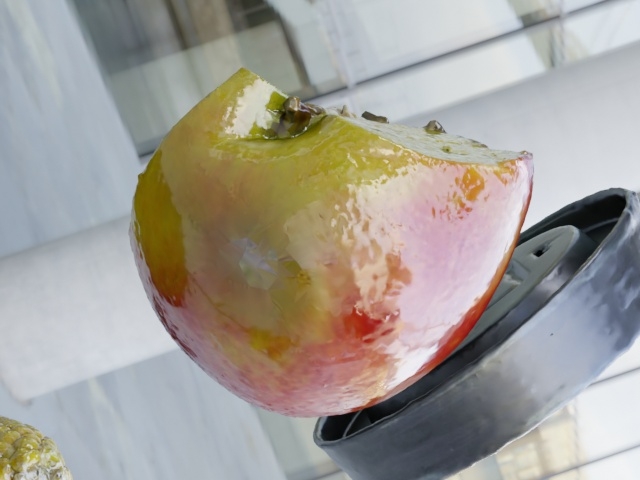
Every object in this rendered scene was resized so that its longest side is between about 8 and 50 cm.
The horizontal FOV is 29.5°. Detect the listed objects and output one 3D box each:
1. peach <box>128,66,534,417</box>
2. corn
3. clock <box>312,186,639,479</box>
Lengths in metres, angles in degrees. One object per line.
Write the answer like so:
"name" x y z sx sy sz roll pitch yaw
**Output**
"peach" -0.003 0.006 0.435 0.151 0.151 0.118 167 -72 -88
"corn" -0.275 0.174 0.931 0.313 0.102 0.102 3 -64 53
"clock" 0.078 0.047 0.558 0.040 0.184 0.184 51 0 -4
